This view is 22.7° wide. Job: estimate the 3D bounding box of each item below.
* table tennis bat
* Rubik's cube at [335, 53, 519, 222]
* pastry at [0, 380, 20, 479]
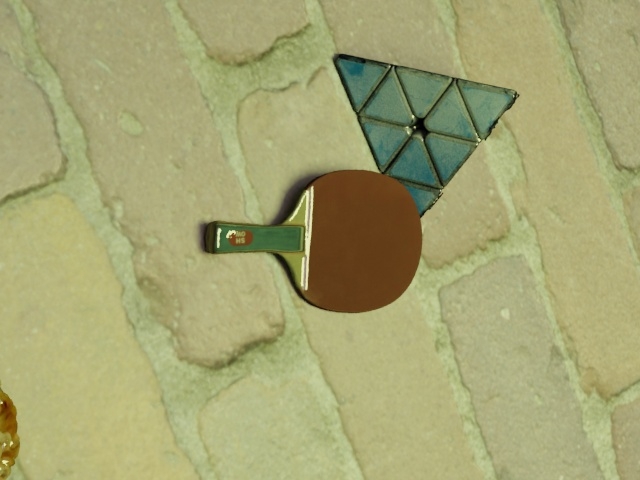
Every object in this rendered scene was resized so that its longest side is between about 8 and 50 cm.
[{"bbox_3d":[0.000,0.000,1.682,0.274,0.021,0.154,2,92,-36],"label":"table tennis bat"},{"bbox_3d":[0.081,-0.130,1.756,0.178,0.211,0.190,29,89,-7],"label":"Rubik's cube"},{"bbox_3d":[-0.374,0.145,1.290,0.255,0.162,0.311,-25,97,-36],"label":"pastry"}]
